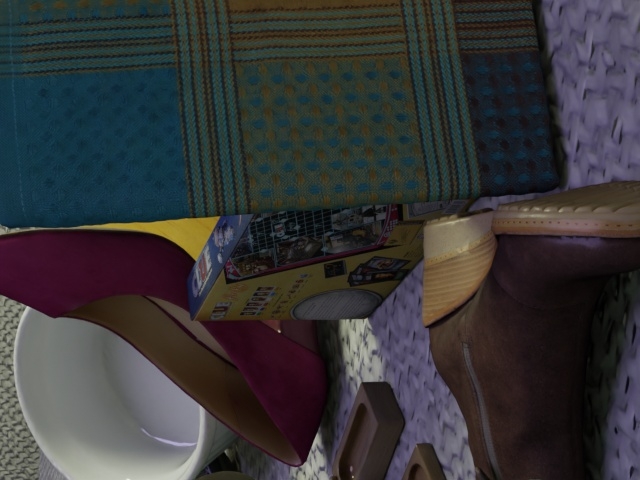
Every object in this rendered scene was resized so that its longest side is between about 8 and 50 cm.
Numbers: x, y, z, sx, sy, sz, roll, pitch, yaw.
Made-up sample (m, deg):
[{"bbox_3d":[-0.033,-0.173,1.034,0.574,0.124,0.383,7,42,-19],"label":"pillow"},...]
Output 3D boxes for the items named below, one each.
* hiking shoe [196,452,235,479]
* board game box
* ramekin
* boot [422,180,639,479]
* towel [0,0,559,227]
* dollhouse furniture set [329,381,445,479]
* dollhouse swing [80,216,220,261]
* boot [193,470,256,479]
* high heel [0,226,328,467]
[{"bbox_3d":[-0.158,0.348,1.489,0.086,0.114,0.226,150,119,-67],"label":"hiking shoe"},{"bbox_3d":[0.000,0.000,0.990,0.243,0.165,0.042,127,140,-58],"label":"board game box"},{"bbox_3d":[-0.205,0.154,1.426,0.277,0.135,0.277,8,107,29],"label":"ramekin"},{"bbox_3d":[0.145,0.076,0.747,0.248,0.090,0.206,167,91,-68],"label":"boot"},{"bbox_3d":[-0.042,-0.144,0.822,0.040,0.370,0.271,105,162,-73],"label":"towel"},{"bbox_3d":[0.010,0.200,1.016,0.151,0.123,0.144,-112,30,-47],"label":"dollhouse furniture set"},{"bbox_3d":[-0.157,-0.083,1.584,0.315,0.305,0.347,36,136,15],"label":"dollhouse swing"},{"bbox_3d":[-0.034,0.329,1.164,0.305,0.112,0.115,27,130,57],"label":"boot"},{"bbox_3d":[-0.142,0.098,1.108,0.127,0.377,0.181,-22,63,51],"label":"high heel"}]
